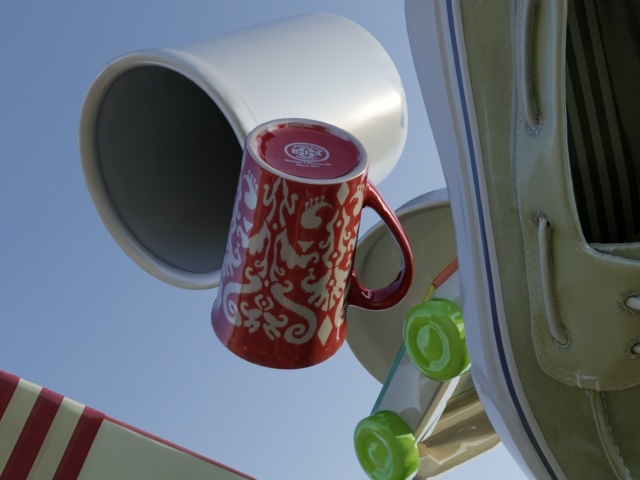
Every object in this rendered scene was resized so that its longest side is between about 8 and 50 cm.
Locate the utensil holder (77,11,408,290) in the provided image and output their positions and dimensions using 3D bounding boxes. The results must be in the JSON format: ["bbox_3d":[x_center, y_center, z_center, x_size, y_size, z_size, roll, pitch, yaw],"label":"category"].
[{"bbox_3d":[-0.095,-0.150,1.450,0.385,0.328,0.327,-30,-27,-47],"label":"utensil holder"}]

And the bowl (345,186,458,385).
[{"bbox_3d":[0.174,0.048,1.113,0.298,0.134,0.297,8,-54,11],"label":"bowl"}]

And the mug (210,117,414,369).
[{"bbox_3d":[-0.007,-0.005,0.780,0.150,0.113,0.169,-18,-46,-32],"label":"mug"}]

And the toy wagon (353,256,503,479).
[{"bbox_3d":[0.165,0.052,0.768,0.267,0.068,0.344,-16,-41,-38],"label":"toy wagon"}]

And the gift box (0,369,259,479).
[{"bbox_3d":[-0.175,0.220,0.532,0.276,0.258,0.255,24,-21,-1],"label":"gift box"}]

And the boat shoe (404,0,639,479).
[{"bbox_3d":[0.113,0.006,0.408,0.109,0.094,0.302,-25,-77,-16],"label":"boat shoe"}]
